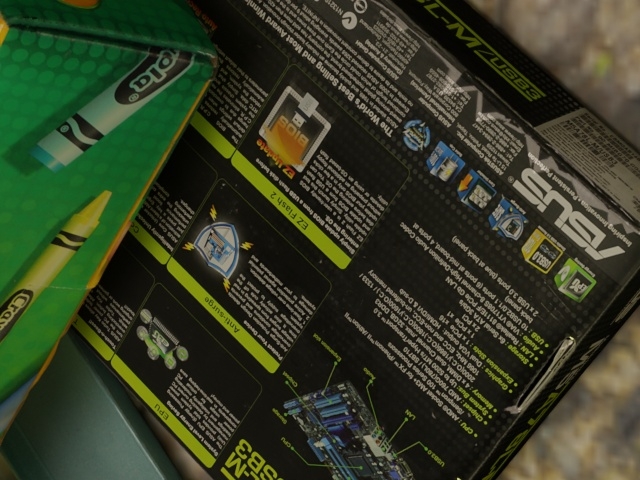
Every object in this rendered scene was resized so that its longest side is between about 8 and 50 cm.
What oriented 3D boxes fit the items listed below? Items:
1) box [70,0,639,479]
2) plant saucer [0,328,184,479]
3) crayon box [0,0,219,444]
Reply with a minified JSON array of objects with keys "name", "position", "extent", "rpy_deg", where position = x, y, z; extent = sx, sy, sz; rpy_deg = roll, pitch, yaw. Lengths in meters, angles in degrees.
[{"name":"box","position":[0.000,0.000,0.599],"extent":[0.190,0.045,0.184],"rpy_deg":[43,124,17]},{"name":"plant saucer","position":[-0.096,0.074,0.697],"extent":[0.067,0.018,0.192],"rpy_deg":[-42,77,33]},{"name":"crayon box","position":[-0.157,-0.016,0.642],"extent":[0.278,0.081,0.165],"rpy_deg":[-56,46,30]}]
